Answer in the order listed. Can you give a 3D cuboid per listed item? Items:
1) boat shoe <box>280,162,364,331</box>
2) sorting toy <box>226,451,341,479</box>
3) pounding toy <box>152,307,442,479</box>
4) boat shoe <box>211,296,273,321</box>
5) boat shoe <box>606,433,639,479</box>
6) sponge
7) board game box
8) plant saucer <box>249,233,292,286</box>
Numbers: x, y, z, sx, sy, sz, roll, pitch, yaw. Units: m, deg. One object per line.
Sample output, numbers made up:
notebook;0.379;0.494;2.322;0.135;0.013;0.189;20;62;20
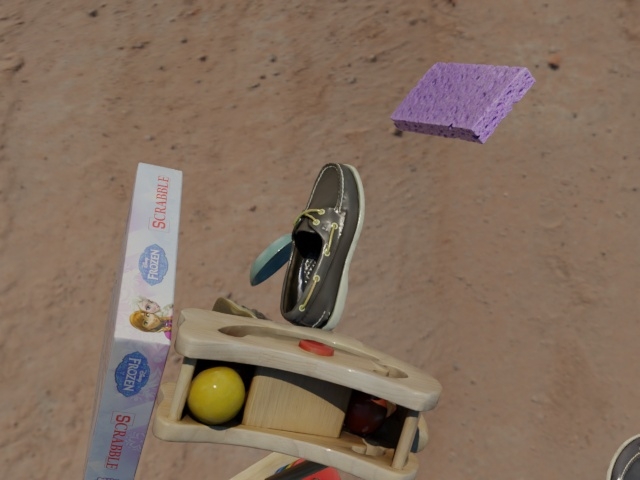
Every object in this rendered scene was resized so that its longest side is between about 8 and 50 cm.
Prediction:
boat shoe;0.000;0.000;1.145;0.068;0.081;0.228;23;68;-39
sorting toy;-0.041;0.427;1.238;0.257;0.089;0.255;-23;79;-43
pounding toy;-0.007;0.157;0.709;0.269;0.154;0.155;13;97;-29
boat shoe;-0.093;0.140;1.313;0.073;0.223;0.080;11;100;-30
boat shoe;0.504;0.320;1.340;0.206;0.065;0.075;-26;98;-30
sponge;0.193;-0.197;1.272;0.031;0.210;0.117;45;80;-28
board game box;-0.244;0.120;1.177;0.066;0.319;0.318;10;130;-14
plant saucer;-0.074;0.026;1.458;0.119;0.119;0.021;-41;80;-14
